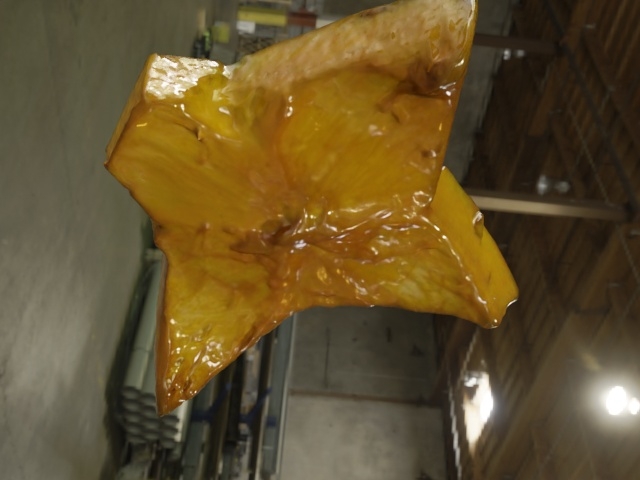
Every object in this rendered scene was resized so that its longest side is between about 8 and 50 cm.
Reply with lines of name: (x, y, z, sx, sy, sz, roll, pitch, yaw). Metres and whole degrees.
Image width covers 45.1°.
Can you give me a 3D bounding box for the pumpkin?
pumpkin: (-0.023, -0.012, 0.510, 0.095, 0.290, 0.258, -92, 165, -51)
